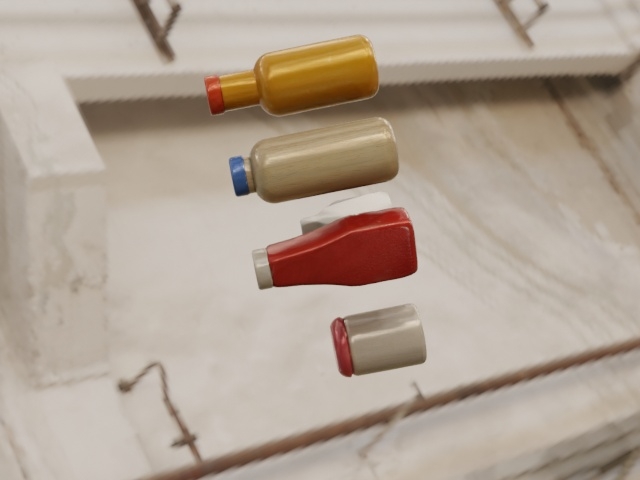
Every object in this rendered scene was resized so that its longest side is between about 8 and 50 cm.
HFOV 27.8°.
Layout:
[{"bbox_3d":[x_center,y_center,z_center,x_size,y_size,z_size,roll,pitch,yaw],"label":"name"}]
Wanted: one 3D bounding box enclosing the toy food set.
[{"bbox_3d":[0.000,0.000,0.809,0.104,0.111,0.232,-11,-59,-3],"label":"toy food set"}]
